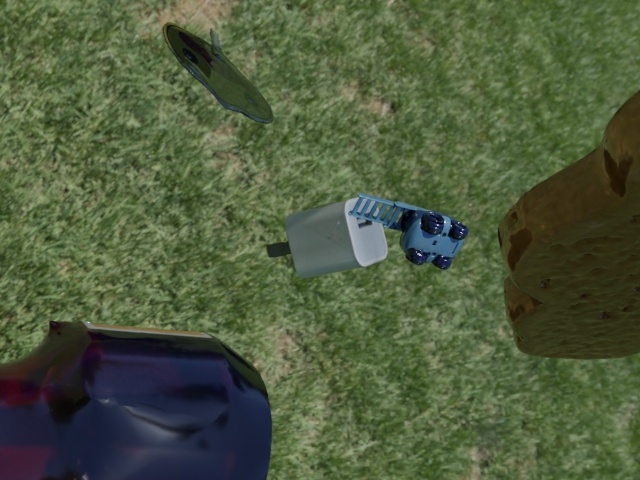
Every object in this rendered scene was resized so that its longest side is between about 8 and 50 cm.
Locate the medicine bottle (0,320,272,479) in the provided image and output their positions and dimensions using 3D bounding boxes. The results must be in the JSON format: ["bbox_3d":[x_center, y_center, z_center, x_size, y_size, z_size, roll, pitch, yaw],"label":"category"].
[{"bbox_3d":[-0.266,0.183,0.694,0.395,0.242,0.243,15,61,-28],"label":"medicine bottle"}]

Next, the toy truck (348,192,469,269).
[{"bbox_3d":[0.103,-0.015,0.855,0.136,0.063,0.074,14,24,-33],"label":"toy truck"}]

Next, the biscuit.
[{"bbox_3d":[0.196,-0.014,0.363,0.201,0.334,0.047,4,61,-9],"label":"biscuit"}]

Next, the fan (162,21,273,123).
[{"bbox_3d":[-0.173,-0.299,1.247,0.229,0.011,0.335,34,21,-30],"label":"fan"}]

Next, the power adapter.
[{"bbox_3d":[0.000,0.000,1.365,0.130,0.204,0.125,-18,95,-59],"label":"power adapter"}]
